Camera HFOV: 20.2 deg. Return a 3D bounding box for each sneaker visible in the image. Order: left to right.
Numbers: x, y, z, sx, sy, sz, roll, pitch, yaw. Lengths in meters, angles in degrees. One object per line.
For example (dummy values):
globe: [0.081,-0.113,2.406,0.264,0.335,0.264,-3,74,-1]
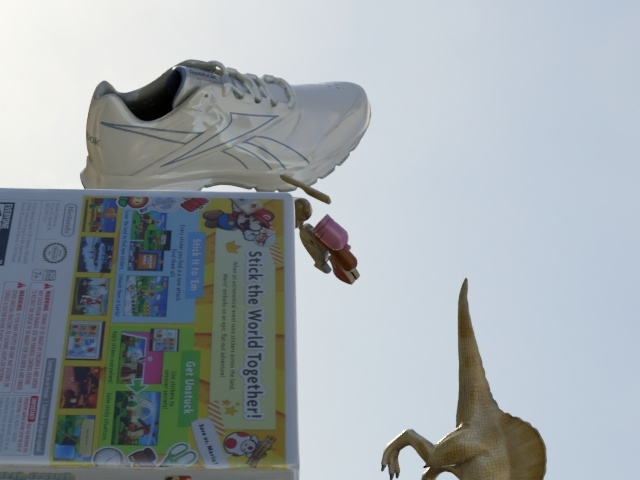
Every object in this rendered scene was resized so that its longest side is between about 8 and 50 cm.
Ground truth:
sneaker: [-0.088,-0.115,1.742,0.111,0.297,0.129,-124,-153,-47]

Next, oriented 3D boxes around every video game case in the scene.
video game case: [-0.116,0.049,0.989,0.227,0.206,0.026,-92,-176,-51]

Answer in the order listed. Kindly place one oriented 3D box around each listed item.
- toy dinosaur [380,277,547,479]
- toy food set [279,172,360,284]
toy dinosaur: [0.087,0.122,1.026,0.053,0.093,0.183,20,51,-51]
toy food set: [0.000,0.000,1.461,0.078,0.019,0.122,27,-25,38]
